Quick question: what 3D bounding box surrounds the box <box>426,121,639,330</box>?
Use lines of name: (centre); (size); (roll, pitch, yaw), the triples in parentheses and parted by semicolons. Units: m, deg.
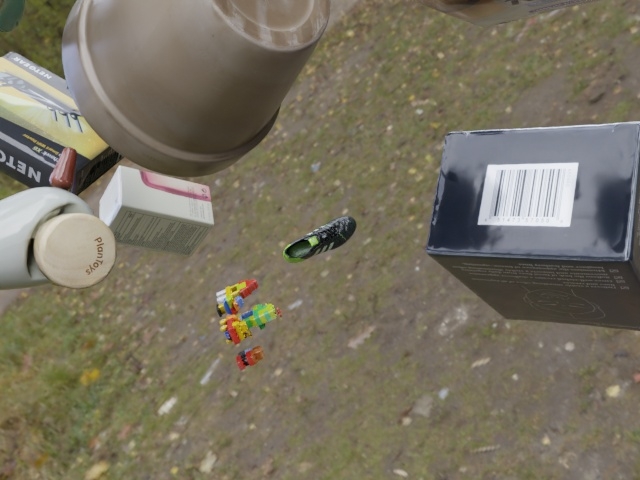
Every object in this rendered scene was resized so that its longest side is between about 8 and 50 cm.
box: (0.393, -0.006, 1.224); (0.293, 0.395, 0.212); (2, 71, 32)

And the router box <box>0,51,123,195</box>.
router box: (-0.547, -0.223, 1.451); (0.081, 0.309, 0.243); (-63, -3, 39)

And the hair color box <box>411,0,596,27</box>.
hair color box: (0.158, -0.282, 0.673); (0.185, 0.110, 0.339); (-4, 1, 36)

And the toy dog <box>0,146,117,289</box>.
toy dog: (-0.373, -0.026, 0.797); (0.220, 0.333, 0.161); (-3, 88, 39)

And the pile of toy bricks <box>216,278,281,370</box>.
pile of toy bricks: (-0.123, 0.146, 1.388); (0.105, 0.118, 0.212); (-24, 18, -2)

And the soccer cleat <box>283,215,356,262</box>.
soccer cleat: (0.000, 0.000, 1.651); (0.179, 0.060, 0.072); (-28, -6, -1)

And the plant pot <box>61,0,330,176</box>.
plant pot: (-0.143, -0.277, 0.994); (0.280, 0.323, 0.323); (-22, 32, 53)

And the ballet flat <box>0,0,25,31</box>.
ballet flat: (-0.458, -0.331, 1.003); (0.091, 0.077, 0.241); (-65, 13, 5)

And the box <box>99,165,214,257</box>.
box: (-0.392, -0.065, 1.792); (0.148, 0.232, 0.127); (-47, 42, 40)
